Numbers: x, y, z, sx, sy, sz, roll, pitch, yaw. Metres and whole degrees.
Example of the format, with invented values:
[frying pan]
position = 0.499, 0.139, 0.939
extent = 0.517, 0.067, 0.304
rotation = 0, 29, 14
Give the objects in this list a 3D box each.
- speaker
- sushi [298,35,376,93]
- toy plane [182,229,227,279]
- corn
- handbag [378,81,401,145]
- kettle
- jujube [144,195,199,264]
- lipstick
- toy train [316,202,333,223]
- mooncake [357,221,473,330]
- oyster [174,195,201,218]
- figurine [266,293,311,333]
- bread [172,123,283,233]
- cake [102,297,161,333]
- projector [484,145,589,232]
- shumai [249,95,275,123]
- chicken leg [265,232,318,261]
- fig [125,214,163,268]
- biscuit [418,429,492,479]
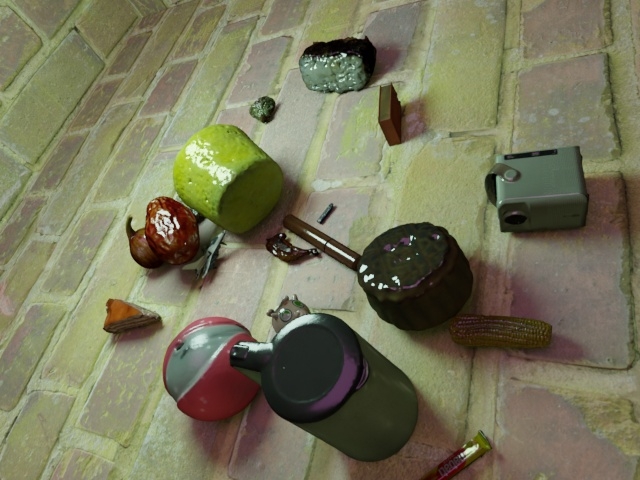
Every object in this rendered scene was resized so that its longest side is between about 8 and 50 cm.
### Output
[speaker]
position = -0.306, 0.374, 1.330
extent = 0.294, 0.294, 0.295
rotation = -15, 53, 20
[sushi]
position = 0.064, -0.717, 1.877
extent = 0.343, 0.197, 0.182
rotation = 7, 44, 27
[toy plane]
position = -0.398, 0.053, 1.662
extent = 0.234, 0.082, 0.160
rotation = -39, 39, 17
[corn]
position = 0.424, 0.219, 1.090
extent = 0.230, 0.080, 0.080
rotation = 0, 59, 27
[handbag]
position = 0.247, -0.447, 1.610
extent = 0.062, 0.127, 0.190
rotation = -10, 54, 24
[kettle]
position = 0.003, 0.328, 1.050
extent = 0.360, 0.377, 0.250
rotation = 5, 62, 31
[jujube]
position = -0.539, -0.038, 1.645
extent = 0.197, 0.197, 0.290
rotation = -36, 54, 3
[lipstick]
position = 0.000, 0.000, 1.491
extent = 0.356, 0.057, 0.057
rotation = 31, 77, 40
[toy train]
position = 0.019, -0.093, 1.569
extent = 0.017, 0.017, 0.083
rotation = 31, 77, 38
[mooncake]
position = 0.239, 0.081, 1.202
extent = 0.290, 0.161, 0.291
rotation = -22, 37, 18
[oyster]
position = -0.578, -0.118, 1.883
extent = 0.259, 0.092, 0.198
rotation = -23, 50, 26
[figurine]
position = -0.081, 0.230, 1.336
extent = 0.138, 0.125, 0.125
rotation = 35, 79, 24
[bread]
position = -0.316, -0.219, 1.641
extent = 0.307, 0.348, 0.348
rotation = 32, 78, 34
[cake]
position = -0.692, 0.283, 1.666
extent = 0.287, 0.098, 0.135
rotation = -1, 57, 35
[projector]
position = 0.558, -0.129, 1.197
extent = 0.242, 0.163, 0.178
rotation = -2, 57, 23
[shumai]
position = -0.243, -0.564, 2.000
extent = 0.123, 0.099, 0.087
rotation = -36, 65, 6
[chicken leg]
position = -0.108, 0.029, 1.537
extent = 0.219, 0.048, 0.090
rotation = 23, 75, 38
[fig]
position = -0.675, 0.007, 1.760
extent = 0.175, 0.207, 0.175
rotation = -45, 26, 29
[biscuit]
position = 0.254, 0.525, 1.009
extent = 0.291, 0.026, 0.048
rotation = -38, 29, 1
